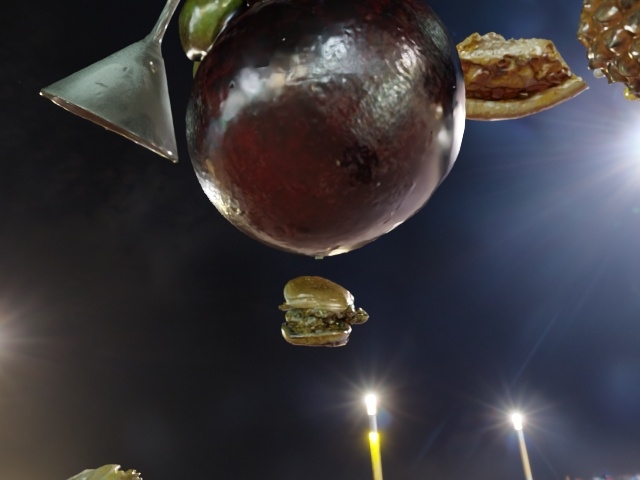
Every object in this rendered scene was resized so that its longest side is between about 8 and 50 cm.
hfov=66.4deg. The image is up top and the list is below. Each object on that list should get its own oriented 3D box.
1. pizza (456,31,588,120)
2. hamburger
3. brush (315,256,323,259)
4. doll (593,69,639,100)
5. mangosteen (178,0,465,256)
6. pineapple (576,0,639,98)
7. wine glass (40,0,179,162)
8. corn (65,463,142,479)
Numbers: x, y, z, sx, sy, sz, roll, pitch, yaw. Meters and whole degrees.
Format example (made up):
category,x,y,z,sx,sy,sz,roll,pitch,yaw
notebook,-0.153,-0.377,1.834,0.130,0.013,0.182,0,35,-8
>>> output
category,x,y,z,sx,sy,sz,roll,pitch,yaw
pizza,0.277,-0.249,0.762,0.271,0.056,0.134,7,-42,-3
hamburger,0.007,0.143,0.988,0.184,0.131,0.159,8,2,-3
brush,0.000,0.000,0.969,0.016,0.084,0.013,-3,-32,14
doll,0.452,-0.256,0.697,0.071,0.113,0.135,-30,18,-20
mangosteen,-0.010,-0.135,0.495,0.300,0.300,0.300,-2,-27,-1
pineapple,0.356,-0.206,0.467,0.166,0.193,0.166,-22,-39,-19
wine glass,-0.313,-0.388,0.927,0.267,0.406,0.267,25,1,0
corn,-0.444,0.501,0.818,0.123,0.122,0.305,-13,10,36
